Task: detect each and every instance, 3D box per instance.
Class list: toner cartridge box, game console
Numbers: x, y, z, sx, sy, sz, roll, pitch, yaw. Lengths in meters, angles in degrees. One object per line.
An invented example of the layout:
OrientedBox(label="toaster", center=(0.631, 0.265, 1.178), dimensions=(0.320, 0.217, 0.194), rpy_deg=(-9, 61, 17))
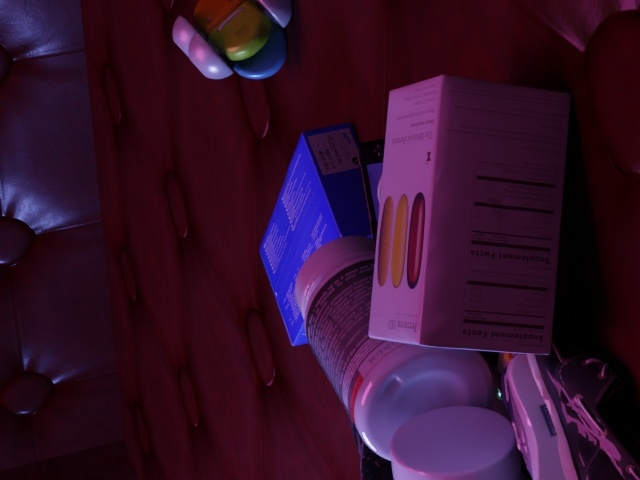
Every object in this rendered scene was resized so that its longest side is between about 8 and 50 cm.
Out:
OrientedBox(label="toner cartridge box", center=(0.000, 0.000, 2.017), dimensions=(0.348, 0.075, 0.165), rpy_deg=(114, 141, -61))
OrientedBox(label="game console", center=(0.099, -0.058, 1.693), dimensions=(0.071, 0.107, 0.122), rpy_deg=(-42, -57, -78))

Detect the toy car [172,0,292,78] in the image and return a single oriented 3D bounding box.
OrientedBox(label="toy car", center=(-0.108, -0.289, 2.083), dimensions=(0.136, 0.159, 0.182), rpy_deg=(47, -179, -35))

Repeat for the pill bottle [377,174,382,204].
OrientedBox(label="pill bottle", center=(0.134, -0.024, 1.561), dimensions=(0.169, 0.094, 0.094), rpy_deg=(-128, 31, -53))

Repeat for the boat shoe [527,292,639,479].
OrientedBox(label="boat shoe", center=(0.254, 0.145, 1.380), dimensions=(0.079, 0.084, 0.233), rpy_deg=(-35, 54, 30))

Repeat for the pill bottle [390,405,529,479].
OrientedBox(label="pill bottle", center=(0.158, 0.333, 1.594), dimensions=(0.160, 0.160, 0.283), rpy_deg=(-137, 34, -60))

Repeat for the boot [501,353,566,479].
OrientedBox(label="boot", center=(0.232, 0.205, 1.489), dimensions=(0.086, 0.069, 0.190), rpy_deg=(96, 161, -76))

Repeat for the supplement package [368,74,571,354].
OrientedBox(label="supplement package", center=(0.138, -0.020, 1.386), dimensions=(0.139, 0.134, 0.244), rpy_deg=(176, 100, -72))

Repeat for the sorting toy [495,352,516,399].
OrientedBox(label="sorting toy", center=(0.206, 0.151, 1.594), dimensions=(0.062, 0.012, 0.083), rpy_deg=(-122, 27, -45))

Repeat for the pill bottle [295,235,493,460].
OrientedBox(label="pill bottle", center=(0.075, 0.116, 1.716), dimensions=(0.283, 0.161, 0.161), rpy_deg=(-123, 27, -56))

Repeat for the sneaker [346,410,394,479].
OrientedBox(label="sneaker", center=(0.090, 0.250, 1.915), dimensions=(0.124, 0.107, 0.283), rpy_deg=(83, 172, -69))
